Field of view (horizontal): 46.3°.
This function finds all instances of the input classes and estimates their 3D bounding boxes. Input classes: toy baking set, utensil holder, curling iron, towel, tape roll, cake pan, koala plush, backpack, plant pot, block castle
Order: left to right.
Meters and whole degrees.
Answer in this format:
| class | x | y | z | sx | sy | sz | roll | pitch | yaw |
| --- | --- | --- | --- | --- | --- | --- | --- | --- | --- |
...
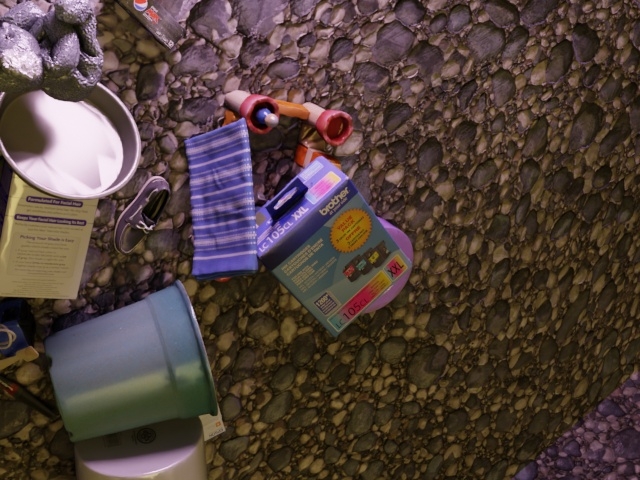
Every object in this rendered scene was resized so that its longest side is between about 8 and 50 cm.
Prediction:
| class | x | y | z | sx | sy | sz | roll | pitch | yaw |
| --- | --- | --- | --- | --- | --- | --- | --- | --- | --- |
| toy baking set | -0.732 | 0.221 | 1.595 | 0.256 | 0.030 | 0.197 | 32 | 128 | -4 |
| curling iron | -0.737 | 0.361 | 1.773 | 0.068 | 0.035 | 0.274 | -47 | 130 | 1 |
| backpack | -0.687 | 0.187 | 1.659 | 0.101 | 0.120 | 0.098 | -7 | 123 | -8 |
| koala plush | -0.533 | -0.332 | 1.375 | 0.221 | 0.196 | 0.203 | -43 | 125 | -53 |
| cake pan | -0.509 | -0.205 | 1.505 | 0.293 | 0.293 | 0.054 | 4 | 155 | -35 |
| plant pot | -0.450 | 0.299 | 1.761 | 0.334 | 0.341 | 0.341 | -15 | 122 | -18 |
| utensil holder | -0.431 | 0.632 | 1.851 | 0.327 | 0.327 | 0.386 | -11 | 117 | -29 |
| towel | -0.226 | -0.082 | 1.668 | 0.040 | 0.243 | 0.336 | -3 | 87 | -40 |
| block castle | -0.112 | -0.121 | 1.819 | 0.302 | 0.213 | 0.454 | 4 | 111 | -35 |
| tape roll | 0.134 | 0.070 | 2.165 | 0.274 | 0.090 | 0.275 | -16 | 122 | -27 |

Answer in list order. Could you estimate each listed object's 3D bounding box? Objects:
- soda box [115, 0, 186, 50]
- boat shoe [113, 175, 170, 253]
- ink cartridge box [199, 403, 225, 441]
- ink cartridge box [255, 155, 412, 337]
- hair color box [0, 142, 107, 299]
| class | x | y | z | sx | sy | sz | roll | pitch | yaw |
| --- | --- | --- | --- | --- | --- | --- | --- | --- | --- |
| soda box | -0.363 | -0.478 | 1.566 | 0.060 | 0.053 | 0.169 | -50 | 131 | -2 |
| boat shoe | -0.416 | -0.052 | 1.749 | 0.075 | 0.065 | 0.206 | 27 | 97 | -40 |
| ink cartridge box | -0.388 | 0.490 | 2.066 | 0.223 | 0.045 | 0.224 | -23 | 126 | -21 |
| ink cartridge box | 0.000 | 0.000 | 1.730 | 0.270 | 0.151 | 0.395 | -43 | 126 | -3 |
| hair color box | -0.593 | -0.048 | 1.607 | 0.185 | 0.110 | 0.339 | 6 | 112 | -35 |
